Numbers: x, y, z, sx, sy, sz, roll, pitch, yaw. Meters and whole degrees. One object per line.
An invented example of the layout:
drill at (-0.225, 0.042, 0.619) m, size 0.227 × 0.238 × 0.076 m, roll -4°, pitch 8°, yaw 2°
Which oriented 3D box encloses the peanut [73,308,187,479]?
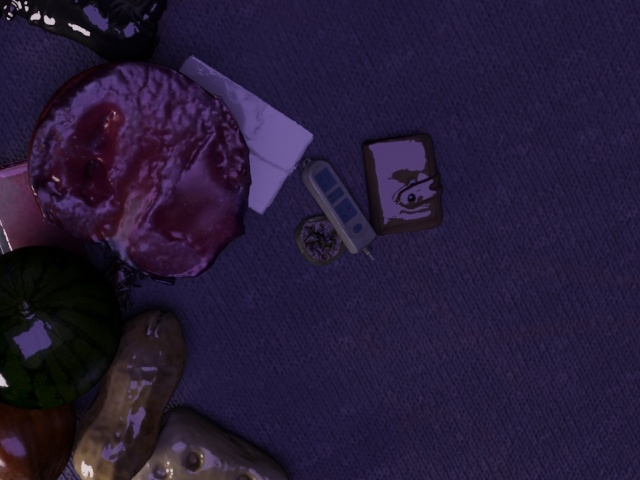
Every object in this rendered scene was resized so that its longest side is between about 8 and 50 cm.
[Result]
peanut at (-0.289, 0.243, 1.945) m, size 0.130 × 0.130 × 0.290 m, roll 22°, pitch 92°, yaw -10°

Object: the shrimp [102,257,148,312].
shrimp at (-0.312, 0.079, 1.950) m, size 0.065 × 0.056 × 0.165 m, roll 24°, pitch 105°, yaw -17°

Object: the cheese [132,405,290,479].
cheese at (-0.166, 0.389, 2.027) m, size 0.263 × 0.093 × 0.159 m, roll 31°, pitch 102°, yaw -12°

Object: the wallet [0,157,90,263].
wallet at (-0.427, -0.014, 1.909) m, size 0.119 × 0.025 × 0.232 m, roll -14°, pitch 118°, yaw 1°

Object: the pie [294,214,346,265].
pie at (0.001, -0.002, 1.971) m, size 0.084 × 0.021 × 0.084 m, roll -1°, pitch 106°, yaw -5°

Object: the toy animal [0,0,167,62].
toy animal at (-0.385, -0.358, 1.805) m, size 0.343 × 0.106 × 0.168 m, roll 13°, pitch 111°, yaw -1°

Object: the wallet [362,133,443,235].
wallet at (0.128, -0.086, 1.950) m, size 0.118 × 0.039 × 0.153 m, roll -9°, pitch 104°, yaw 0°

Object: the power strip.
power strip at (0.032, -0.047, 1.948) m, size 0.047 × 0.030 × 0.191 m, roll -40°, pitch 104°, yaw -22°

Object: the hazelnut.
hazelnut at (-0.452, 0.293, 1.941) m, size 0.182 × 0.182 × 0.182 m, roll -1°, pitch 105°, yaw -4°

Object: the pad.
pad at (-0.143, -0.157, 1.926) m, size 0.232 × 0.004 × 0.156 m, roll 33°, pitch 100°, yaw -12°

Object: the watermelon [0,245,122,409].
watermelon at (-0.408, 0.127, 1.833) m, size 0.242 × 0.242 × 0.242 m, roll -1°, pitch 105°, yaw -4°

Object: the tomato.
tomato at (-0.250, -0.119, 1.839) m, size 0.335 × 0.176 × 0.290 m, roll 26°, pitch 103°, yaw -17°
